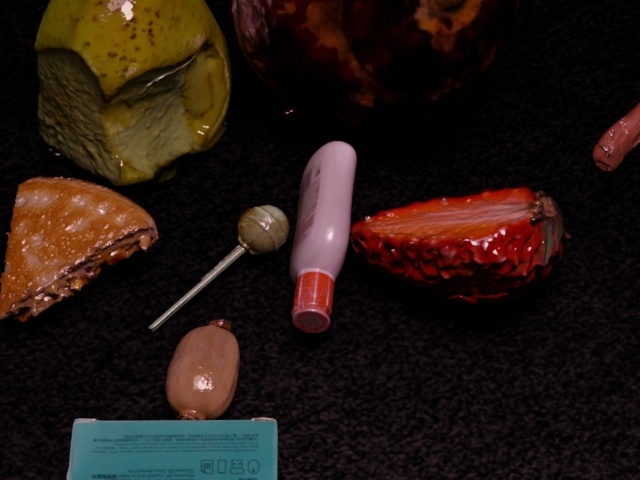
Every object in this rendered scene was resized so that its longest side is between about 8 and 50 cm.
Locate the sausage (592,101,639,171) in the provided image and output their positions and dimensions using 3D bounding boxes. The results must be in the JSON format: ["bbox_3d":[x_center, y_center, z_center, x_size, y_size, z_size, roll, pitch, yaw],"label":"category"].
[{"bbox_3d":[0.374,-0.135,2.083,0.158,0.042,0.036,-38,23,-30],"label":"sausage"}]

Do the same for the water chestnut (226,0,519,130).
[{"bbox_3d":[0.044,-0.294,2.056,0.335,0.335,0.347,-15,23,-14],"label":"water chestnut"}]

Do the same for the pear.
[{"bbox_3d":[-0.192,-0.219,1.994,0.164,0.255,0.238,34,52,25],"label":"pear"}]

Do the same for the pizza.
[{"bbox_3d":[-0.287,0.022,1.919,0.188,0.062,0.199,19,58,29],"label":"pizza"}]

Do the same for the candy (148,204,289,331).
[{"bbox_3d":[-0.114,0.033,1.927,0.061,0.061,0.202,38,68,25],"label":"candy"}]

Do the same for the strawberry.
[{"bbox_3d":[0.149,0.019,1.910,0.237,0.111,0.190,-5,18,22],"label":"strawberry"}]

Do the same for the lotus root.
[{"bbox_3d":[-0.122,0.141,1.822,0.073,0.062,0.150,8,50,5],"label":"lotus root"}]

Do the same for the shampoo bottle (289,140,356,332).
[{"bbox_3d":[0.000,0.000,1.914,0.051,0.108,0.220,18,50,-15],"label":"shampoo bottle"}]

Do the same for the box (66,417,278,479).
[{"bbox_3d":[-0.138,0.320,1.640,0.205,0.118,0.311,-2,50,-1],"label":"box"}]
